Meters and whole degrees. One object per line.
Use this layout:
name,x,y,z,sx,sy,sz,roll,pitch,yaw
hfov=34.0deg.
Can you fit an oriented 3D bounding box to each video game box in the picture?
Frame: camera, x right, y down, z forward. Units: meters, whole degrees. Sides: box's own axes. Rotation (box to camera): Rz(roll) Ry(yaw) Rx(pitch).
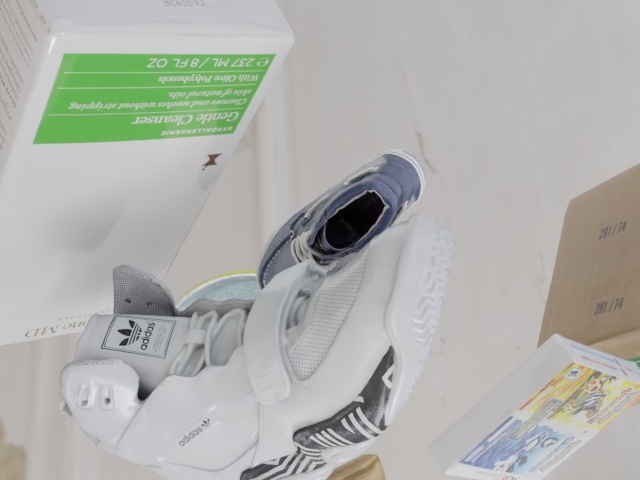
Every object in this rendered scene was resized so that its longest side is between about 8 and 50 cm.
video game box,0.254,0.203,1.201,0.205,0.187,0.048,-47,-129,22

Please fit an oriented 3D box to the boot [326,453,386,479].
boot,-0.017,0.376,1.565,0.089,0.270,0.236,34,-51,40

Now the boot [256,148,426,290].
boot,0.000,0.000,0.839,0.069,0.086,0.190,46,-59,1

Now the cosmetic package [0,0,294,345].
cosmetic package,-0.197,-0.080,0.837,0.155,0.197,0.365,60,-41,27

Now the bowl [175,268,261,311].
bowl,-0.102,0.170,1.605,0.289,0.289,0.156,-49,-173,8

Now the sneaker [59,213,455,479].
sneaker,-0.064,0.082,0.773,0.366,0.210,0.137,-53,-167,42

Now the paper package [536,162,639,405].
paper package,0.471,0.050,1.438,0.325,0.168,0.309,-35,-148,59
